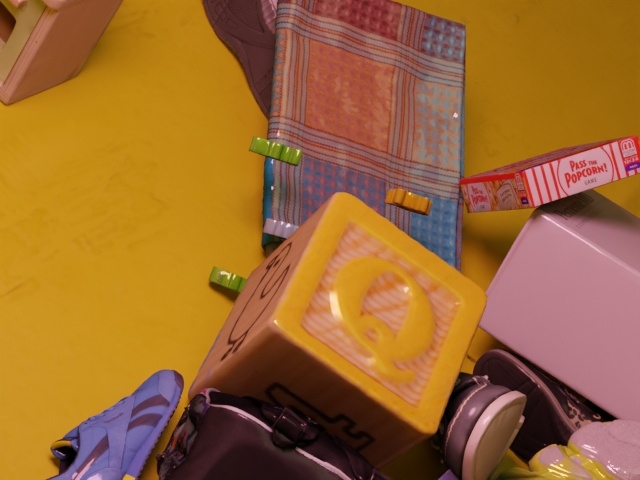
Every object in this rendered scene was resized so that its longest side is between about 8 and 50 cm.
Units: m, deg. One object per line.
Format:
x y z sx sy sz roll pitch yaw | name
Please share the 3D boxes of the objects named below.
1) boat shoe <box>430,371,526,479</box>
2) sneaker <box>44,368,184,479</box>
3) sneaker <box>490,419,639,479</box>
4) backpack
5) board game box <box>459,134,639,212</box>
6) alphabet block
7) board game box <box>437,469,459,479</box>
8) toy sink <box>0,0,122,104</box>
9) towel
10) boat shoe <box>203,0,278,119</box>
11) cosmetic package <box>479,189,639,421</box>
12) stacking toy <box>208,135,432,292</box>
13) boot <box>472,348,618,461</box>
0.141 0.188 1.544 0.099 0.116 0.319 30 -3 12 | boat shoe
-0.192 0.177 1.413 0.082 0.069 0.209 33 40 -3 | sneaker
0.270 0.274 1.635 0.240 0.126 0.091 -13 41 -23 | sneaker
-0.045 0.236 1.360 0.225 0.191 0.253 33 0 -8 | backpack
0.263 -0.074 1.763 0.147 0.193 0.045 -17 94 -16 | board game box
0.017 0.106 1.513 0.193 0.197 0.192 34 51 -11 | alphabet block
0.147 0.355 1.439 0.243 0.165 0.042 48 40 11 | board game box
-0.301 -0.285 1.626 0.153 0.234 0.131 48 40 7 | toy sink
0.059 -0.125 1.812 0.271 0.040 0.370 14 68 -28 | towel
-0.054 -0.272 1.910 0.103 0.118 0.320 -4 60 -48 | boat shoe
0.424 0.128 1.757 0.453 0.161 0.230 33 21 13 | cosmetic package
0.000 0.000 1.673 0.221 0.052 0.167 19 87 -17 | stacking toy
0.295 0.199 1.773 0.236 0.085 0.178 45 33 11 | boot
